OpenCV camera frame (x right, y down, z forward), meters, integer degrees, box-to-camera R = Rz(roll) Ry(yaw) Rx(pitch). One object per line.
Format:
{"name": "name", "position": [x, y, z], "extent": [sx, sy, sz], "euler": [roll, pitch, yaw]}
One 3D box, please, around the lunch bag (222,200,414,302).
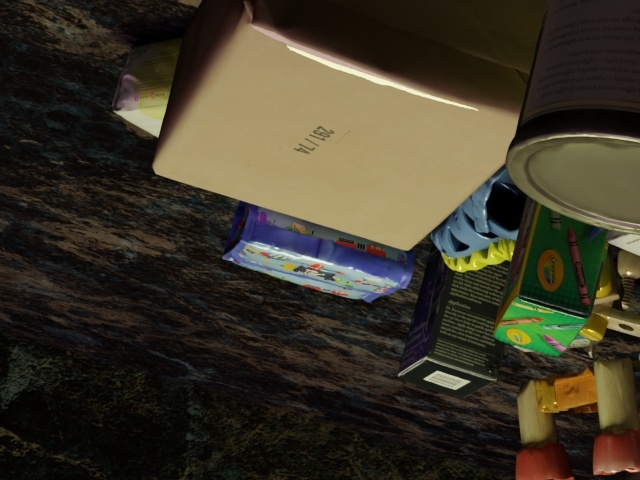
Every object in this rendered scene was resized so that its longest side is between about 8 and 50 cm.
{"name": "lunch bag", "position": [0.000, 0.000, 2.162], "extent": [0.221, 0.138, 0.293], "euler": [17, -179, -6]}

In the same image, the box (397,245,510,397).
{"name": "box", "position": [0.200, 0.100, 2.311], "extent": [0.108, 0.207, 0.153], "euler": [18, 161, -8]}

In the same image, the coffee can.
{"name": "coffee can", "position": [0.277, -0.165, 1.326], "extent": [0.201, 0.275, 0.201], "euler": [14, 163, 4]}

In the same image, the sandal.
{"name": "sandal", "position": [0.219, -0.042, 2.059], "extent": [0.138, 0.126, 0.317], "euler": [58, 160, -7]}

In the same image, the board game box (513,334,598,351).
{"name": "board game box", "position": [0.348, 0.104, 2.370], "extent": [0.026, 0.103, 0.154], "euler": [25, 160, -29]}

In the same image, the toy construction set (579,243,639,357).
{"name": "toy construction set", "position": [0.407, 0.103, 2.097], "extent": [0.257, 0.237, 0.309], "euler": [16, 163, -4]}

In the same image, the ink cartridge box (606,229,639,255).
{"name": "ink cartridge box", "position": [0.447, -0.054, 1.644], "extent": [0.278, 0.201, 0.117], "euler": [21, 162, -17]}

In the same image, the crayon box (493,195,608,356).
{"name": "crayon box", "position": [0.261, -0.034, 1.732], "extent": [0.081, 0.278, 0.165], "euler": [15, 163, 2]}

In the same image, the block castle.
{"name": "block castle", "position": [0.535, 0.286, 2.381], "extent": [0.453, 0.213, 0.303], "euler": [0, 168, -23]}

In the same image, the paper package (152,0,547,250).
{"name": "paper package", "position": [0.028, -0.154, 1.582], "extent": [0.309, 0.168, 0.325], "euler": [18, 152, -15]}

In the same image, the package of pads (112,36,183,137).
{"name": "package of pads", "position": [-0.075, -0.157, 1.931], "extent": [0.296, 0.101, 0.229], "euler": [-4, 155, 45]}
